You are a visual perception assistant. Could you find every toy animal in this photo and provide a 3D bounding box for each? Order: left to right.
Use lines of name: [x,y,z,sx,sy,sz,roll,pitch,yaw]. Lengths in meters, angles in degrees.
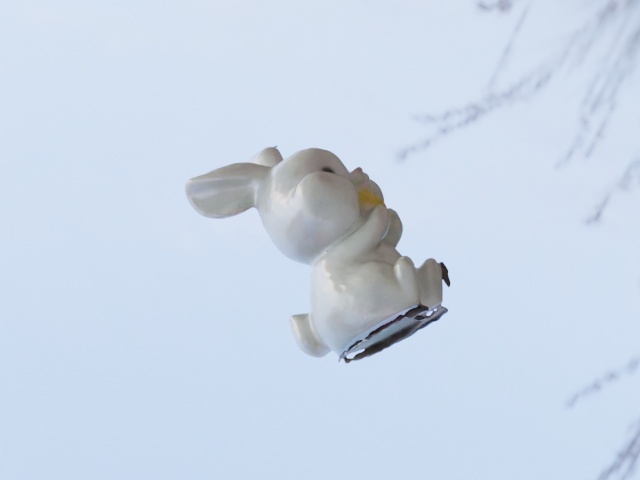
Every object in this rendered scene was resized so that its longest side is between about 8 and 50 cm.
toy animal: [0.005,-0.003,0.930,0.071,0.085,0.124,-17,-105,-56]
